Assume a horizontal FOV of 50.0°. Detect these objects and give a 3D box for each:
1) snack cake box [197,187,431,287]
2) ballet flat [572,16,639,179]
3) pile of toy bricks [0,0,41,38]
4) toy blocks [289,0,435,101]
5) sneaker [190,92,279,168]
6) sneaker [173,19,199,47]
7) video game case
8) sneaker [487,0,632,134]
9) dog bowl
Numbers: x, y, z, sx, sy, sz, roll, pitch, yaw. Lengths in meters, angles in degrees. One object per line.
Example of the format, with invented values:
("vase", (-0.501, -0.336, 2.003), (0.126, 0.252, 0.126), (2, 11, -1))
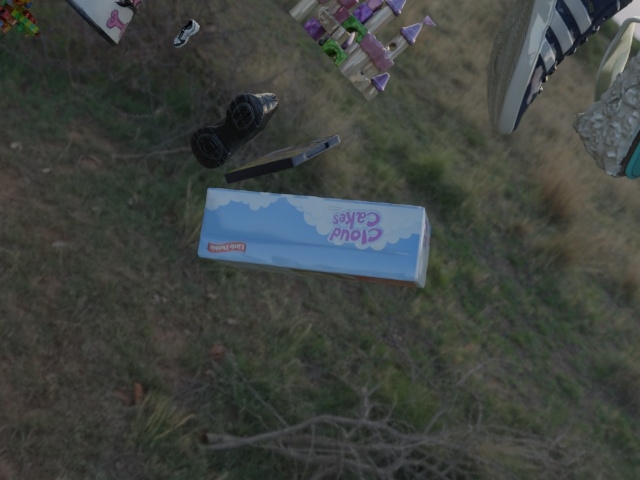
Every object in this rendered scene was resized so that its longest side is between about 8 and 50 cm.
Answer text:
("snack cake box", (0.000, 0.000, 0.859), (0.264, 0.089, 0.152), (6, -7, 12))
("ballet flat", (0.422, -0.251, 0.807), (0.146, 0.409, 0.147), (11, 44, -11))
("pile of toy bricks", (-0.721, -0.529, 1.650), (0.105, 0.118, 0.212), (40, -17, -27))
("toy blocks", (0.127, -0.576, 1.857), (0.289, 0.260, 0.309), (52, 12, 18))
("sneaker", (-0.203, -0.266, 1.673), (0.130, 0.286, 0.109), (-35, 97, -51))
("sneaker", (-0.346, -0.525, 1.736), (0.032, 0.083, 0.037), (43, 0, 20))
("video game case", (-0.115, -0.246, 2.076), (0.248, 0.274, 0.035), (-34, 110, -49))
("sneaker", (0.343, -0.303, 0.963), (0.148, 0.350, 0.131), (6, 38, -7))
("dog bowl", (-0.601, -0.671, 1.657), (0.408, 0.150, 0.408), (46, 1, -1))
